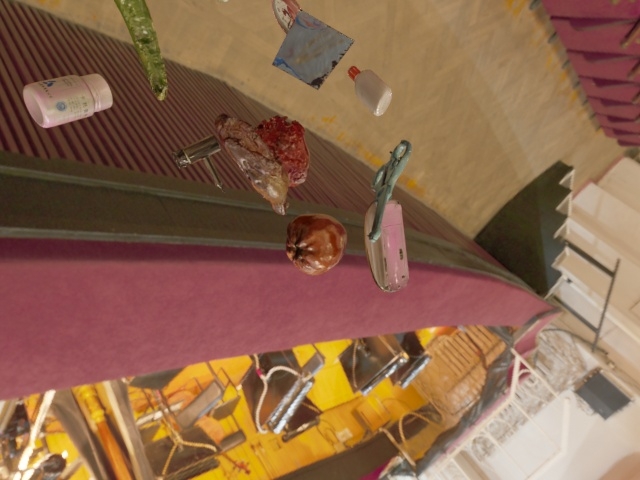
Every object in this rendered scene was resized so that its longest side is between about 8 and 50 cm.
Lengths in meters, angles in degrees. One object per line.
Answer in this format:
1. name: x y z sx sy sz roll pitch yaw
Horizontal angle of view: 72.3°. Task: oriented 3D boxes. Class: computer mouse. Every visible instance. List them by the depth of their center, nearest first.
1. computer mouse: 0.220 0.013 1.444 0.158 0.071 0.311 -11 95 -40

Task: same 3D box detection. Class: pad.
1. pad: -0.043 -0.796 1.867 0.367 0.247 0.007 -30 -140 63

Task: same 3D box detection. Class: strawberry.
1. strawberry: -0.163 -0.304 1.562 0.220 0.274 0.274 -33 154 -52

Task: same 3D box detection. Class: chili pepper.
1. chili pepper: -0.387 -0.468 0.903 0.076 0.084 0.359 -34 108 -40

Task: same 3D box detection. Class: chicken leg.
1. chicken leg: -0.159 -0.177 1.104 0.083 0.177 0.322 -47 116 -15

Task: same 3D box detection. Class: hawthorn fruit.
1. hawthorn fruit: 0.000 0.000 1.564 0.260 0.224 0.224 -23 146 -47

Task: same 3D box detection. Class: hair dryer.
1. hair dryer: -0.494 -0.303 1.890 0.195 0.078 0.248 -31 109 -15

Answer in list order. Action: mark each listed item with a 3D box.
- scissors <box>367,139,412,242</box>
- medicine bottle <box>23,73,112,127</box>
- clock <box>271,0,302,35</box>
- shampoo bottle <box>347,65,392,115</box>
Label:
1. scissors: 0.179 -0.134 1.197 0.180 0.032 0.393 -50 -166 43
2. medicine bottle: -0.898 -0.508 1.571 0.254 0.152 0.152 -35 152 -39
3. clock: -0.128 -0.998 1.970 0.056 0.244 0.244 -44 151 -8
4. shampoo bottle: 0.163 -0.532 1.520 0.051 0.221 0.108 -11 142 -31
